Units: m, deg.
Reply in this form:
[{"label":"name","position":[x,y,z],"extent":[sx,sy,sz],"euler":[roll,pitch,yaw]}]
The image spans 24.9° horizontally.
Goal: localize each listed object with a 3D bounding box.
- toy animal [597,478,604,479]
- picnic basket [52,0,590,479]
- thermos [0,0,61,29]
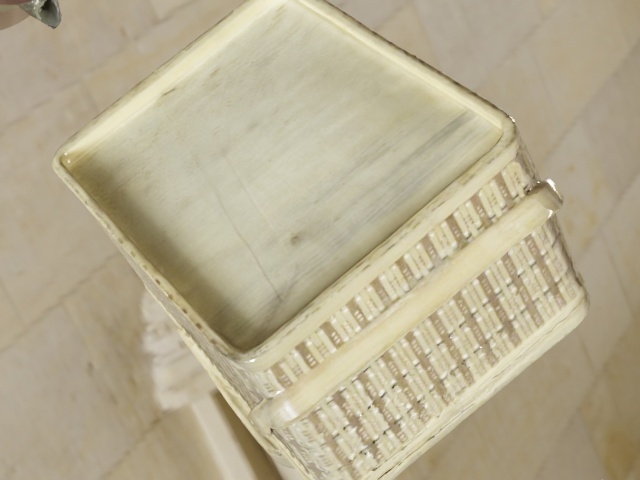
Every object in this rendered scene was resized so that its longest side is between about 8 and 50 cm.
[{"label":"toy animal","position":[0.137,0.208,0.827],"extent":[0.137,0.082,0.269],"euler":[-39,162,-5]},{"label":"picnic basket","position":[0.000,0.000,0.951],"extent":[0.228,0.175,0.313],"euler":[-39,-140,-8]},{"label":"thermos","position":[-0.279,-0.245,1.157],"extent":[0.146,0.176,0.265],"euler":[-39,-161,-11]}]
